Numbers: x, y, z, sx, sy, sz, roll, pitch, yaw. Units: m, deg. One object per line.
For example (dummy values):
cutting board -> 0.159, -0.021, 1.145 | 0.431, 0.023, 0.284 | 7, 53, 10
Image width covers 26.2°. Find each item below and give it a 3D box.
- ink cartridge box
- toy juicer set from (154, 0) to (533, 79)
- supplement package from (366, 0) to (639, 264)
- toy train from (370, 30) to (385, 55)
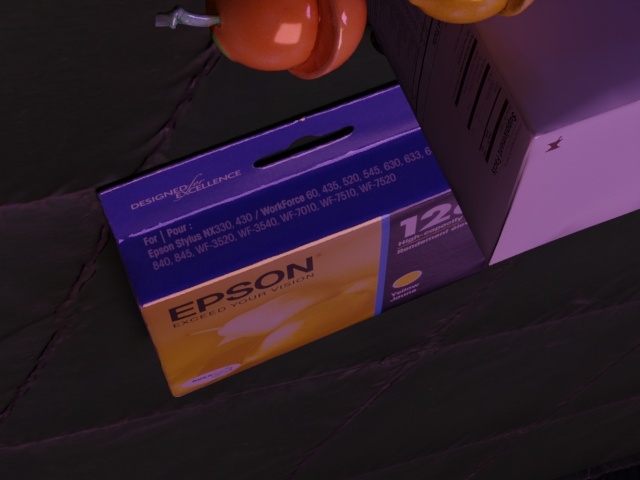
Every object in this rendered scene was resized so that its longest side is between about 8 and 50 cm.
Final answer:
ink cartridge box -> 0.000, 0.000, 1.070 | 0.304, 0.072, 0.307 | -21, 160, -7
toy juicer set -> 0.049, -0.178, 0.534 | 0.329, 0.089, 0.209 | -33, 118, 21
supplement package -> 0.140, -0.131, 0.715 | 0.194, 0.203, 0.149 | -19, 158, -10
toy train -> 0.094, -0.132, 0.908 | 0.158, 0.027, 0.036 | -4, 155, -40
